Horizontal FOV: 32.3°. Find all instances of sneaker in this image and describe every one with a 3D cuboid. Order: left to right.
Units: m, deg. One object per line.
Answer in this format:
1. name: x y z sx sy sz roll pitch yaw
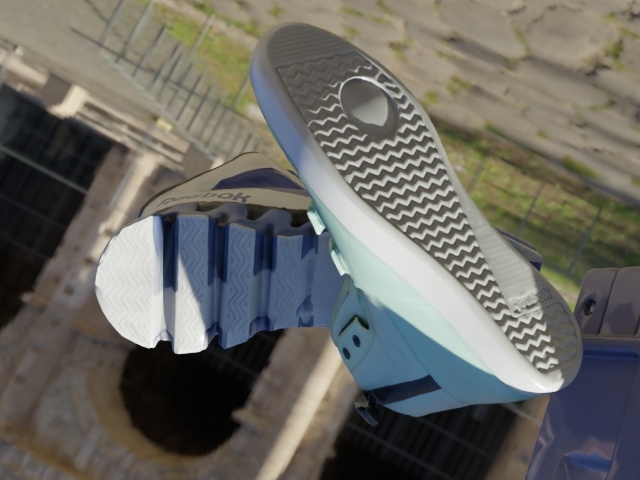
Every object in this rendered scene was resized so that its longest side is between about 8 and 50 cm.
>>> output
1. sneaker: -0.001 0.000 0.830 0.316 0.127 0.182 6 -157 -8
2. sneaker: 0.019 0.005 0.650 0.256 0.094 0.151 52 140 -6

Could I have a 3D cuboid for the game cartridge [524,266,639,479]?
1. game cartridge: 0.205 0.180 0.690 0.068 0.355 0.230 25 165 -20
